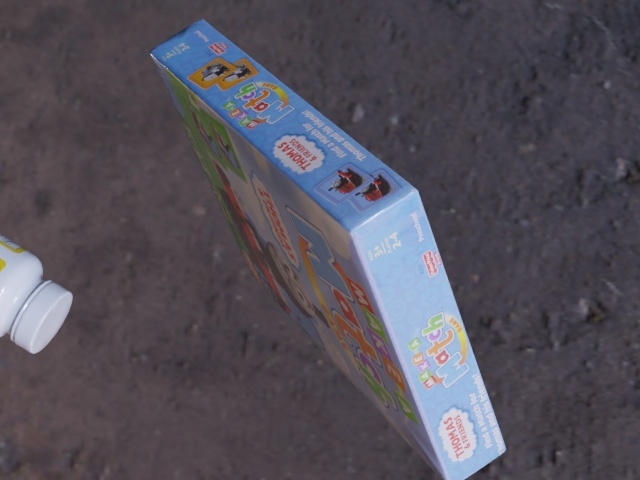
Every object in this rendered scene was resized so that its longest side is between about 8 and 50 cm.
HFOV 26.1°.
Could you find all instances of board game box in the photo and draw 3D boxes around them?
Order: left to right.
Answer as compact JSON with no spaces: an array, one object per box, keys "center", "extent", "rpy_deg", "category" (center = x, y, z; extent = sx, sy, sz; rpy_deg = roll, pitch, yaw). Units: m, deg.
[{"center":[0.000,0.000,0.664],"extent":[0.039,0.160,0.211],"rpy_deg":[-32,38,-13],"category":"board game box"}]

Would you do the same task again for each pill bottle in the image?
[{"center":[-0.225,0.025,0.912],"extent":[0.116,0.065,0.065],"rpy_deg":[31,106,8],"category":"pill bottle"}]
